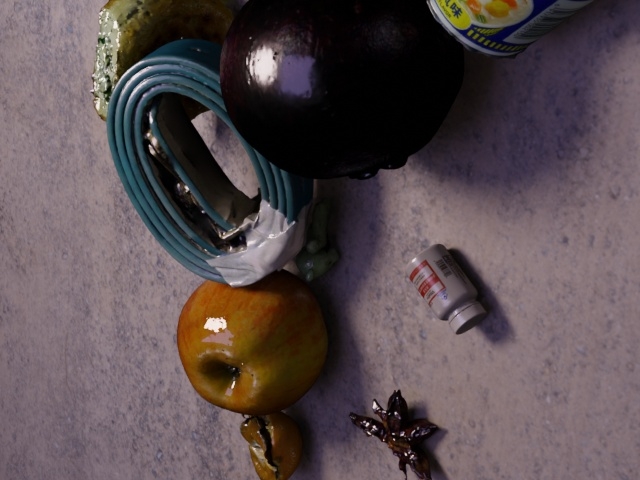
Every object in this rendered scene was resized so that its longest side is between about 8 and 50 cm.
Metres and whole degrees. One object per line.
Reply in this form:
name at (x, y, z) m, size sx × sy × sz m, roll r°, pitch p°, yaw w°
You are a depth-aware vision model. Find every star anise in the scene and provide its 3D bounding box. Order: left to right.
star anise at (0.143, 0.334, 2.016) m, size 0.212 × 0.053 × 0.157 m, roll 48°, pitch 132°, yaw 30°

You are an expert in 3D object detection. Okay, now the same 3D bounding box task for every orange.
orange at (-0.091, 0.397, 2.242) m, size 0.160 × 0.112 × 0.170 m, roll 63°, pitch 169°, yaw 7°

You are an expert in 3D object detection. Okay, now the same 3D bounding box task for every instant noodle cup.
instant noodle cup at (0.299, -0.407, 1.524) m, size 0.312 × 0.284 × 0.284 m, roll -43°, pitch 68°, yaw 53°

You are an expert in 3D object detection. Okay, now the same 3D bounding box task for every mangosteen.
mangosteen at (0.018, -0.306, 1.739) m, size 0.382 × 0.382 × 0.435 m, roll -7°, pitch 106°, yaw 48°

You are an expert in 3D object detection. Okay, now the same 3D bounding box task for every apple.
apple at (-0.139, 0.187, 2.123) m, size 0.301 × 0.301 × 0.302 m, roll 15°, pitch 110°, yaw 44°

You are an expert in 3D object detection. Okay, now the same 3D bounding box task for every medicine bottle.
medicine bottle at (0.207, 0.081, 1.862) m, size 0.140 × 0.079 × 0.079 m, roll 56°, pitch 134°, yaw 21°

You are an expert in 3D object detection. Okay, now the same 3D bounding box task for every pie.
pie at (-0.287, -0.344, 2.131) m, size 0.103 × 0.288 × 0.355 m, roll 29°, pitch 116°, yaw 40°

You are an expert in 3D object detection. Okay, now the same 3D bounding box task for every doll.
doll at (0.000, 0.000, 2.070) m, size 0.115 × 0.077 × 0.150 m, roll -88°, pitch 7°, yaw -73°

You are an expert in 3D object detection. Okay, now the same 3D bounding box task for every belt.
belt at (-0.186, -0.138, 1.995) m, size 0.300 × 0.173 × 0.436 m, roll -23°, pitch 108°, yaw 23°
